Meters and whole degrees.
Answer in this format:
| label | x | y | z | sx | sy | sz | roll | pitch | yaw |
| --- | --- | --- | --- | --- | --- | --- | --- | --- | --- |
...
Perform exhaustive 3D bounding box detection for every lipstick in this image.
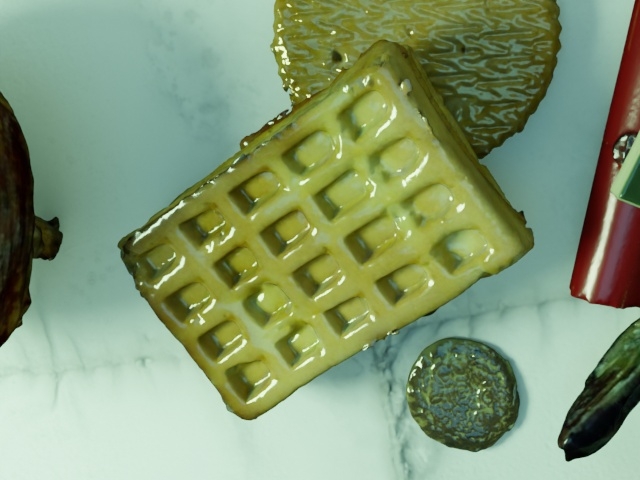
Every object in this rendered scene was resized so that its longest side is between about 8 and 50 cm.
| label | x | y | z | sx | sy | sz | roll | pitch | yaw |
| --- | --- | --- | --- | --- | --- | --- | --- | --- | --- |
| lipstick | 0.269 | -0.082 | 0.852 | 0.073 | 0.073 | 0.280 | 12 | 105 | 11 |

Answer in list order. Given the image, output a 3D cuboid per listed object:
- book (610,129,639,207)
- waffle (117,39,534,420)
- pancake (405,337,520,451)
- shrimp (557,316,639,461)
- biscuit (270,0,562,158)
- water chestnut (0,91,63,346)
| label | x | y | z | sx | sy | sz | roll | pitch | yaw |
| --- | --- | --- | --- | --- | --- | --- | --- | --- | --- |
| book | 0.373 | -0.119 | 0.800 | 0.202 | 0.027 | 0.264 | 20 | 104 | -10 |
| waffle | 0.000 | 0.000 | 0.905 | 0.327 | 0.098 | 0.224 | -34 | 99 | 24 |
| pancake | 0.135 | 0.146 | 0.970 | 0.115 | 0.011 | 0.115 | 3 | 104 | 13 |
| shrimp | 0.288 | 0.182 | 0.806 | 0.445 | 0.085 | 0.272 | -38 | 50 | -4 |
| biscuit | 0.082 | -0.181 | 0.893 | 0.254 | 0.035 | 0.254 | 4 | 104 | 15 |
| water chestnut | -0.379 | -0.012 | 0.937 | 0.350 | 0.302 | 0.351 | 3 | 94 | 46 |
